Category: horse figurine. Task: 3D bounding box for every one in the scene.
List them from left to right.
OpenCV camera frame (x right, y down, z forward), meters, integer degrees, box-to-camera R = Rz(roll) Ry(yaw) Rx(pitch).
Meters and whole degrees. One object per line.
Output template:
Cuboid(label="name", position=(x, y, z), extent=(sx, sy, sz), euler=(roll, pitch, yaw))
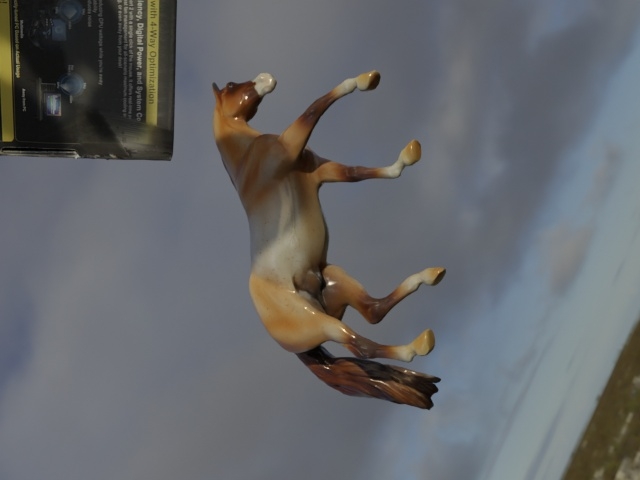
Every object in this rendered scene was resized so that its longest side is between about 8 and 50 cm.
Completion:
Cuboid(label="horse figurine", position=(0.000, 0.000, 0.676), extent=(0.066, 0.174, 0.263), euler=(-17, -85, -50))

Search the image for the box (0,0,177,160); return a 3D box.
Cuboid(label="box", position=(-0.254, -0.257, 0.667), extent=(0.097, 0.318, 0.395), euler=(-113, 25, -70))
